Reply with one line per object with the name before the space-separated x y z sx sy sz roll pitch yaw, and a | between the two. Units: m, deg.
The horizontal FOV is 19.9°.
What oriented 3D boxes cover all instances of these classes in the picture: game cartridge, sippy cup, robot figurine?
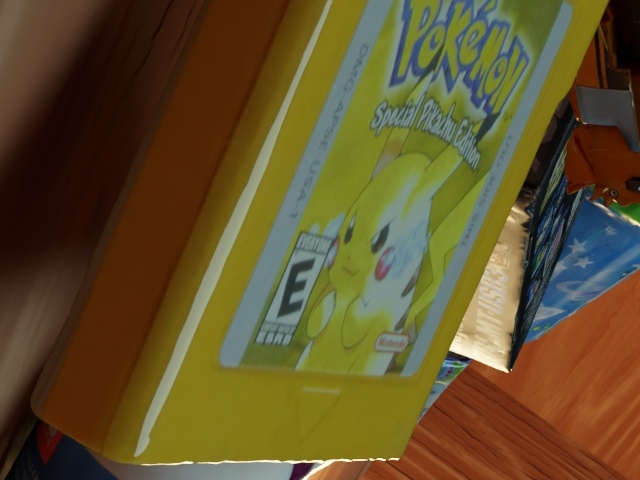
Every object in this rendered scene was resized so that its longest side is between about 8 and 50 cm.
game cartridge | 0.034 -0.062 0.743 0.324 0.052 0.285 -65 156 5
sippy cup | 0.193 -0.034 1.593 0.224 0.305 0.240 -46 -156 25
robot figurine | 0.175 -0.176 0.978 0.211 0.085 0.291 -39 126 -54

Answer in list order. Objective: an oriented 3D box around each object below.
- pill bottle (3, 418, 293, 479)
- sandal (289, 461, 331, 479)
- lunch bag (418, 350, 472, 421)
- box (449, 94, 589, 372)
pill bottle | -0.089 0.121 0.912 0.221 0.124 0.124 -59 171 21
sandal | 0.002 0.106 1.305 0.416 0.102 0.169 -54 -177 14
lunch bag | 0.048 0.065 1.447 0.096 0.151 0.129 4 142 -27
box | 0.159 -0.097 1.214 0.293 0.073 0.296 83 31 -65
